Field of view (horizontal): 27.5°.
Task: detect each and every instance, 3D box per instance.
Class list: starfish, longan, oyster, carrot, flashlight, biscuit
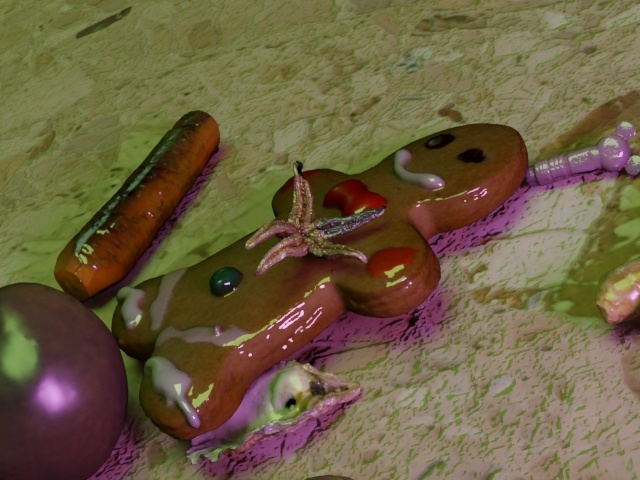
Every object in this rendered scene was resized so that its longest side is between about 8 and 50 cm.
[{"bbox_3d":[-0.009,-0.016,1.156,0.133,0.041,0.130,-1,43,-13],"label":"starfish"},{"bbox_3d":[-0.254,0.131,1.150,0.167,0.167,0.187,-17,75,12],"label":"longan"},{"bbox_3d":[-0.055,0.146,1.130,0.122,0.045,0.146,21,57,43],"label":"oyster"},{"bbox_3d":[-0.191,-0.041,1.404,0.070,0.070,0.260,7,48,35],"label":"carrot"},{"bbox_3d":[0.244,-0.073,1.221,0.110,0.031,0.052,-16,77,21],"label":"flashlight"},{"bbox_3d":[0.000,-0.001,1.218,0.432,0.064,0.283,-32,30,-6],"label":"biscuit"}]

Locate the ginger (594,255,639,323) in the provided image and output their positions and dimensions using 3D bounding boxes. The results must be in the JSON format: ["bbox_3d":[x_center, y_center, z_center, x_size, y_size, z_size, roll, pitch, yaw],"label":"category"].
[{"bbox_3d":[0.341,-0.028,1.089,0.118,0.065,0.299,18,53,37],"label":"ginger"}]

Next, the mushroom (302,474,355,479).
[{"bbox_3d":[0.084,0.272,0.876,0.159,0.122,0.329,-6,26,-36],"label":"mushroom"}]
